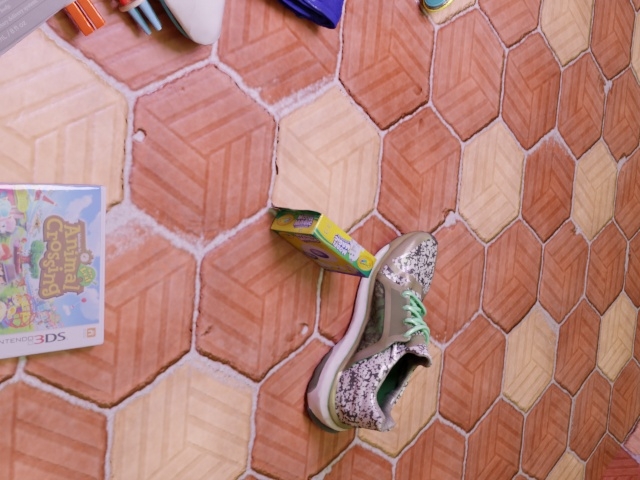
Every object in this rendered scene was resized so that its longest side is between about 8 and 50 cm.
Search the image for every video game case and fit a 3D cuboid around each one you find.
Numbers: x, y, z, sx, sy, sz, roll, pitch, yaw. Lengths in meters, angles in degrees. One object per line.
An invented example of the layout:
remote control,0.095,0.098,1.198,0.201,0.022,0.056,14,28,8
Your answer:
video game case,-0.358,0.036,0.845,0.193,0.023,0.213,-3,98,-43

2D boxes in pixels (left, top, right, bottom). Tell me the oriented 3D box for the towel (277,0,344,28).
towel,-0.020,-0.511,1.057,0.227,0.076,0.308,25,78,-50

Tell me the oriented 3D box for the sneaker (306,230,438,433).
sneaker,0.146,0.172,1.234,0.158,0.182,0.410,41,68,-39

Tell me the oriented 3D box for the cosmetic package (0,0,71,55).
cosmetic package,-0.376,-0.319,0.696,0.127,0.107,0.238,-37,127,1

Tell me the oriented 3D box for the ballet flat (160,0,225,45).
ballet flat,-0.183,-0.442,0.849,0.139,0.139,0.400,-39,120,-33

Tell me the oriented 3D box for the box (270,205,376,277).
box,0.000,0.000,1.124,0.179,0.105,0.043,40,68,-39

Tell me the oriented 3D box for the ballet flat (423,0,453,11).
ballet flat,0.261,-0.522,1.321,0.077,0.077,0.231,38,68,-58

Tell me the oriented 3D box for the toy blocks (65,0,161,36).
toy blocks,-0.270,-0.305,0.857,0.123,0.054,0.148,-53,128,-26
